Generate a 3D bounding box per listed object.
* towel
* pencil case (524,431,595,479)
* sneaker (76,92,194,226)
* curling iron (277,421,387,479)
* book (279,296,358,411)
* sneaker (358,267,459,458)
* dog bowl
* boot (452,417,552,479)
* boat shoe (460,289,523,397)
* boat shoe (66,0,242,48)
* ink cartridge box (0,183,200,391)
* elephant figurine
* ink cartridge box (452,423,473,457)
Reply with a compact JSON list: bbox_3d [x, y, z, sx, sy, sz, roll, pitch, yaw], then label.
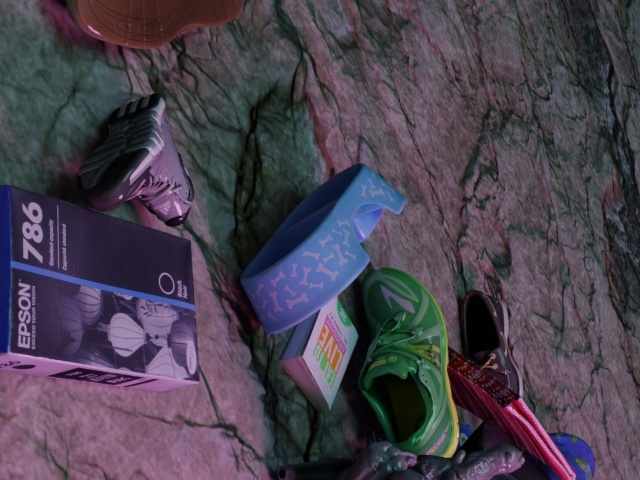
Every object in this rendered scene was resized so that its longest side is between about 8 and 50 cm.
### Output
[{"bbox_3d":[0.236,0.231,1.640,0.031,0.275,0.199,-44,123,-9],"label":"towel"},{"bbox_3d":[0.368,0.407,1.804,0.306,0.119,0.133,-47,121,-69],"label":"pencil case"},{"bbox_3d":[-0.180,-0.059,1.219,0.228,0.086,0.132,-81,150,-60],"label":"sneaker"},{"bbox_3d":[0.025,0.280,1.461,0.274,0.035,0.068,0,67,-56],"label":"curling iron"},{"bbox_3d":[0.003,0.140,1.498,0.096,0.035,0.144,60,32,-28],"label":"book"},{"bbox_3d":[0.113,0.162,1.549,0.123,0.109,0.295,29,42,-53],"label":"sneaker"},{"bbox_3d":[0.000,0.000,1.440,0.074,0.166,0.297,52,36,-11],"label":"dog bowl"},{"bbox_3d":[0.322,0.473,1.478,0.445,0.146,0.367,45,20,-1],"label":"boot"},{"bbox_3d":[0.269,0.188,1.847,0.069,0.081,0.227,30,44,-45],"label":"boat shoe"},{"bbox_3d":[-0.202,-0.283,1.332,0.285,0.089,0.104,-20,119,-56],"label":"boat shoe"},{"bbox_3d":[-0.248,0.050,1.113,0.333,0.065,0.165,17,63,-53],"label":"ink cartridge box"},{"bbox_3d":[0.111,0.315,1.396,0.239,0.186,0.169,-9,121,-64],"label":"elephant figurine"},{"bbox_3d":[0.216,0.390,1.697,0.223,0.045,0.224,2,75,-57],"label":"ink cartridge box"}]
